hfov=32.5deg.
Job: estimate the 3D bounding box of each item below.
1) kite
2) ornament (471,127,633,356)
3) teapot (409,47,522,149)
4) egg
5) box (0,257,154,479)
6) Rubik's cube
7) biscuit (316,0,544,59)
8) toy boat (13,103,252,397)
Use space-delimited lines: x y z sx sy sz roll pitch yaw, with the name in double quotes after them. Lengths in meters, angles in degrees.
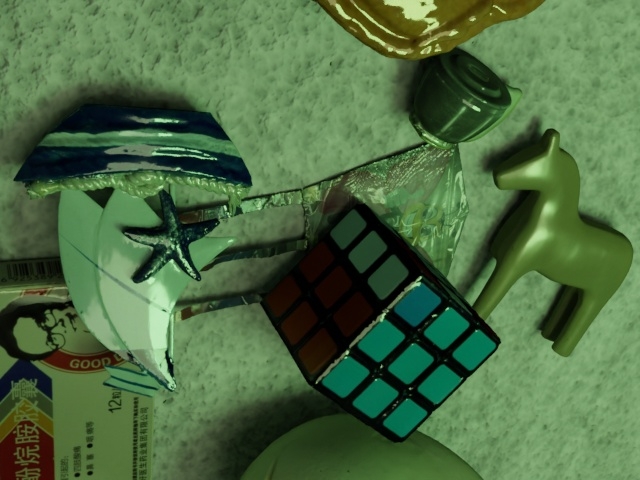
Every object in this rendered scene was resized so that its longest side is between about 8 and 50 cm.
-0.001 -0.002 1.188 0.361 0.022 0.204 -10 123 -20 "kite"
0.262 0.002 1.264 0.230 0.061 0.244 19 112 -27 "ornament"
0.147 -0.132 1.126 0.124 0.092 0.091 24 125 -24 "teapot"
0.065 0.348 1.238 0.283 0.345 0.283 -39 138 -46 "egg"
-0.285 0.183 1.167 0.214 0.069 0.353 -4 119 -18 "box"
0.061 0.086 1.162 0.160 0.163 0.162 -46 125 7 "Rubik's cube"
0.129 -0.355 0.956 0.455 0.078 0.349 -28 113 -13 "biscuit"
-0.155 -0.001 1.059 0.210 0.070 0.291 -23 104 -11 "toy boat"
